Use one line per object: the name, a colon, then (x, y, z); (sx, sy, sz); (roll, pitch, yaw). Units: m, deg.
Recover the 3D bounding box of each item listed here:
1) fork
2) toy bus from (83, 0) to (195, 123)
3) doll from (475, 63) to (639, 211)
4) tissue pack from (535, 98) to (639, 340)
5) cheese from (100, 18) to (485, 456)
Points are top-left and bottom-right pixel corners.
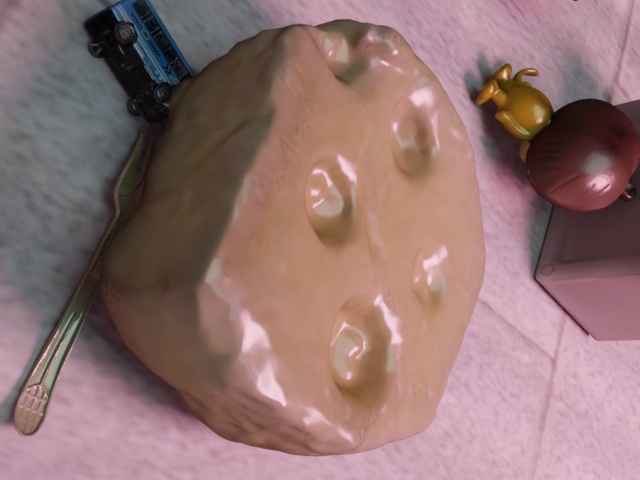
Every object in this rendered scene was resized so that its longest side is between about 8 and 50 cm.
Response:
fork: (-0.145, 0.020, 0.528); (0.034, 0.028, 0.219); (39, 60, -37)
toy bus: (-0.121, -0.125, 0.563); (0.046, 0.038, 0.083); (-49, 118, -39)
doll: (0.255, -0.110, 0.860); (0.145, 0.096, 0.188); (-23, 70, -34)
tissue pack: (0.365, -0.027, 0.922); (0.136, 0.159, 0.246); (38, 61, -31)
cheese: (0.000, 0.000, 0.584); (0.326, 0.115, 0.317); (-13, 98, -52)
